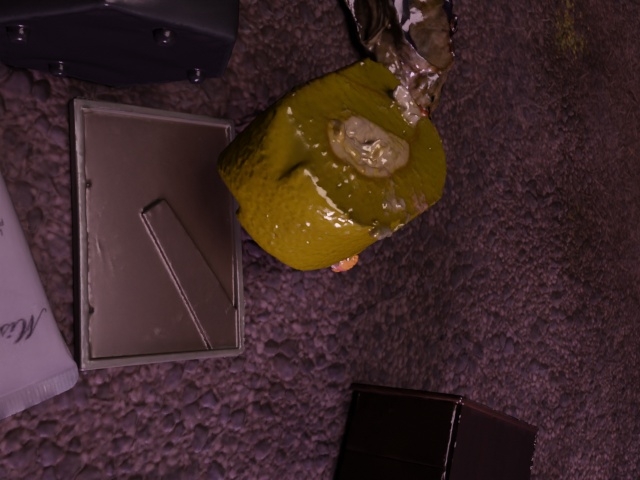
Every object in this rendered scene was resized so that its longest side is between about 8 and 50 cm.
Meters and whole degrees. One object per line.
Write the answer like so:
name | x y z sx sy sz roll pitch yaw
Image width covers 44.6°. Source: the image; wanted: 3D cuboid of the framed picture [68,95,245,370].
framed picture | -0.158 -0.007 0.782 0.189 0.023 0.260 0 86 -42

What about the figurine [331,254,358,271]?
figurine | 0.000 0.000 0.914 0.109 0.047 0.064 32 42 -29

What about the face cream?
face cream | -0.296 0.001 0.627 0.143 0.089 0.314 -23 112 -41

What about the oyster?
oyster | 0.108 -0.326 1.015 0.221 0.096 0.361 12 75 -34

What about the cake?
cake | 0.022 -0.076 0.833 0.179 0.156 0.260 53 41 -1

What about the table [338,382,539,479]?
table | 0.127 0.287 0.916 0.172 0.169 0.193 27 70 -37

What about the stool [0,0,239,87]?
stool | -0.174 -0.217 0.661 0.232 0.232 0.141 2 86 -42
